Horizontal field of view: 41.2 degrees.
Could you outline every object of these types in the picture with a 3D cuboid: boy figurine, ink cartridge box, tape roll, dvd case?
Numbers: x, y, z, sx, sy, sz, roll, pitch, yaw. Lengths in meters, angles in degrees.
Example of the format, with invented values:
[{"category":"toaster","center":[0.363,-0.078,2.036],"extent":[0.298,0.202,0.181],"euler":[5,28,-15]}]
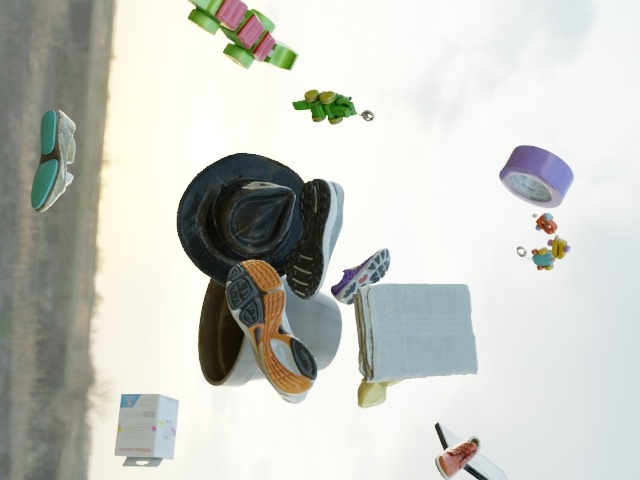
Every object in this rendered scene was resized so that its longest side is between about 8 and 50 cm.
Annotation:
[{"category":"boy figurine","center":[0.181,0.320,2.268],"extent":[0.092,0.177,0.285],"euler":[36,73,-63]},{"category":"ink cartridge box","center":[-0.353,0.389,1.730],"extent":[0.090,0.092,0.143],"euler":[44,46,-64]},{"category":"tape roll","center":[0.592,-0.174,2.337],"extent":[0.080,0.189,0.189],"euler":[-57,-172,-16]},{"category":"dvd case","center":[0.426,0.611,2.334],"extent":[0.022,0.253,0.180],"euler":[-50,-169,8]}]

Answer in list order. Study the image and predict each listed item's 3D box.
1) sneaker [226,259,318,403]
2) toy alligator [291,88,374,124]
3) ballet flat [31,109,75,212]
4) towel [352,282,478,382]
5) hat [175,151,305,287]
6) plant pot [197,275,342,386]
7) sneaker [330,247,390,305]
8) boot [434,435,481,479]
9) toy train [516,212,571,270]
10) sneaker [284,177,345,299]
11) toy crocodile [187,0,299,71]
[{"category":"sneaker","center":[-0.089,0.158,1.414],"extent":[0.121,0.099,0.262],"euler":[99,-29,-58]},{"category":"toy alligator","center":[0.032,-0.239,1.499],"extent":[0.189,0.051,0.056],"euler":[14,-40,39]},{"category":"ballet flat","center":[-0.488,-0.143,1.583],"extent":[0.073,0.067,0.206],"euler":[-8,-111,33]},{"category":"towel","center":[0.186,0.175,1.640],"extent":[0.049,0.282,0.187],"euler":[-21,-110,55]},{"category":"hat","center":[-0.138,-0.056,1.843],"extent":[0.134,0.331,0.331],"euler":[156,-62,-63]},{"category":"plant pot","center":[-0.113,0.208,2.067],"extent":[0.323,0.280,0.323],"euler":[-34,-130,53]},{"category":"sneaker","center":[0.088,0.070,1.914],"extent":[0.071,0.170,0.068],"euler":[32,-27,44]},{"category":"boot","center":[0.320,0.497,1.967],"extent":[0.084,0.158,0.059],"euler":[-38,-98,27]},{"category":"toy train","center":[0.561,0.001,2.115],"extent":[0.125,0.046,0.166],"euler":[44,-35,17]},{"category":"sneaker","center":[0.000,0.000,1.829],"extent":[0.100,0.108,0.271],"euler":[21,-75,29]},{"category":"toy crocodile","center":[-0.163,-0.431,1.689],"extent":[0.105,0.340,0.115],"euler":[33,-92,34]}]
